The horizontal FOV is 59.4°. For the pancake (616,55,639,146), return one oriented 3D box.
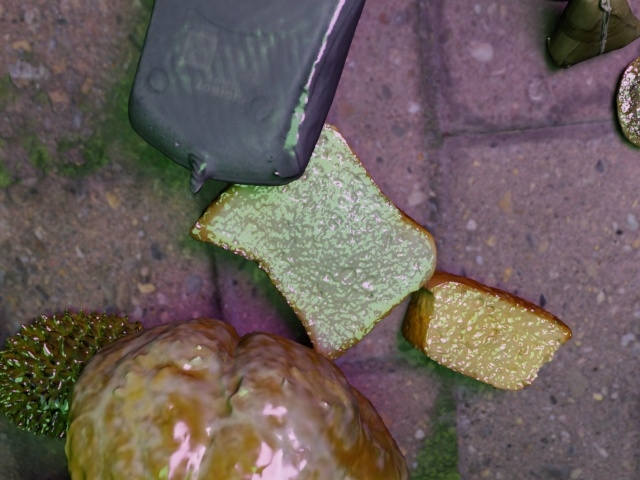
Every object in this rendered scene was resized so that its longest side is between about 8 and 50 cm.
[{"bbox_3d":[0.364,-0.150,0.596,0.108,0.017,0.108,-1,104,-4],"label":"pancake"}]

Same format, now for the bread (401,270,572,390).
[{"bbox_3d":[0.183,0.102,0.622,0.187,0.065,0.103,25,94,-8],"label":"bread"}]

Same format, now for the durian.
[{"bbox_3d":[-0.248,0.151,0.601,0.220,0.095,0.137,8,102,-10],"label":"durian"}]

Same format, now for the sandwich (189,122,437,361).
[{"bbox_3d":[0.000,0.000,0.590,0.186,0.065,0.215,-40,101,6],"label":"sandwich"}]

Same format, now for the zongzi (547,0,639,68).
[{"bbox_3d":[0.289,-0.221,0.538,0.113,0.104,0.052,-14,73,-1],"label":"zongzi"}]

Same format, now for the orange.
[{"bbox_3d":[-0.042,0.216,0.509,0.210,0.271,0.369,-31,109,23],"label":"orange"}]

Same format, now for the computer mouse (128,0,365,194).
[{"bbox_3d":[-0.049,-0.217,0.510,0.188,0.122,0.371,20,95,9],"label":"computer mouse"}]
